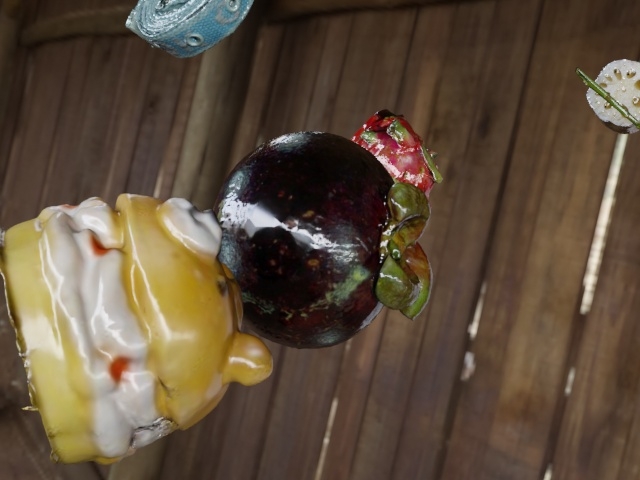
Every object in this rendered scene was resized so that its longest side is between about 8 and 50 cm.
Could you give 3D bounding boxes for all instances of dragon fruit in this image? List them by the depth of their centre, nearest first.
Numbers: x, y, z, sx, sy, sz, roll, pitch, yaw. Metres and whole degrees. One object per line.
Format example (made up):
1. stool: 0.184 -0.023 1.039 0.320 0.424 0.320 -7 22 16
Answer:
1. dragon fruit: 0.125 -0.117 1.819 0.172 0.160 0.166 49 -20 16

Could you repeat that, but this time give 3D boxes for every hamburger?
1. hamburger: -0.183 0.080 1.092 0.237 0.276 0.276 -13 7 -11

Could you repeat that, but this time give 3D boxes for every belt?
1. belt: -0.166 -0.322 1.454 0.147 0.163 0.082 32 0 44

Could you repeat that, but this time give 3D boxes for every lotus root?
1. lotus root: 0.527 -0.240 1.886 0.112 0.122 0.081 37 -2 36

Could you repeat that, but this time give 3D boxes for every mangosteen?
1. mangosteen: 0.000 0.000 1.382 0.288 0.288 0.288 13 2 0

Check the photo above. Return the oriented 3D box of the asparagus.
1. asparagus: 0.424 -0.191 1.568 0.166 0.013 0.016 39 40 -8
